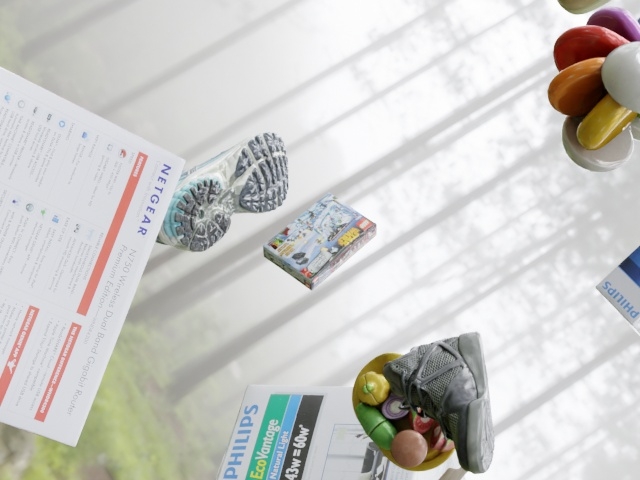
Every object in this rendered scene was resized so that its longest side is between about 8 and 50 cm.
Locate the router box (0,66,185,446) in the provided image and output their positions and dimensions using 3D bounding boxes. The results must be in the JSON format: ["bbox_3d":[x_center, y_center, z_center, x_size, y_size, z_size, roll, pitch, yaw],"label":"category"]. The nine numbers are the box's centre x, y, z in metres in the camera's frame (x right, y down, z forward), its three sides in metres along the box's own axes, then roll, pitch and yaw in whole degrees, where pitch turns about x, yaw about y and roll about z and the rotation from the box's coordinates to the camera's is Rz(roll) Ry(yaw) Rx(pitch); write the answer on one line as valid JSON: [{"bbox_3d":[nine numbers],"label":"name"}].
[{"bbox_3d":[-0.335,0.008,1.337,0.301,0.335,0.082,27,-13,-32],"label":"router box"}]

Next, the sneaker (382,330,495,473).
[{"bbox_3d":[0.147,0.206,1.604,0.227,0.130,0.087,-91,169,-52],"label":"sneaker"}]

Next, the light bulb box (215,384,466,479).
[{"bbox_3d":[0.052,0.453,2.353,0.358,0.361,0.225,69,28,-43],"label":"light bulb box"}]

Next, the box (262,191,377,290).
[{"bbox_3d":[0.000,0.000,1.812,0.094,0.137,0.027,35,-31,28],"label":"box"}]

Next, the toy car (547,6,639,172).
[{"bbox_3d":[0.301,-0.167,1.285,0.136,0.182,0.159,51,-29,16],"label":"toy car"}]

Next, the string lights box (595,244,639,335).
[{"bbox_3d":[0.500,0.011,1.756,0.076,0.260,0.133,48,7,24],"label":"string lights box"}]

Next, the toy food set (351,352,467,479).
[{"bbox_3d":[0.124,0.254,1.811,0.218,0.128,0.071,50,10,18],"label":"toy food set"}]

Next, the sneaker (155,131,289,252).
[{"bbox_3d":[-0.147,-0.075,1.722,0.122,0.283,0.110,5,-68,33],"label":"sneaker"}]

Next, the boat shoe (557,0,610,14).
[{"bbox_3d":[0.390,-0.412,1.657,0.089,0.285,0.104,7,42,-47],"label":"boat shoe"}]
